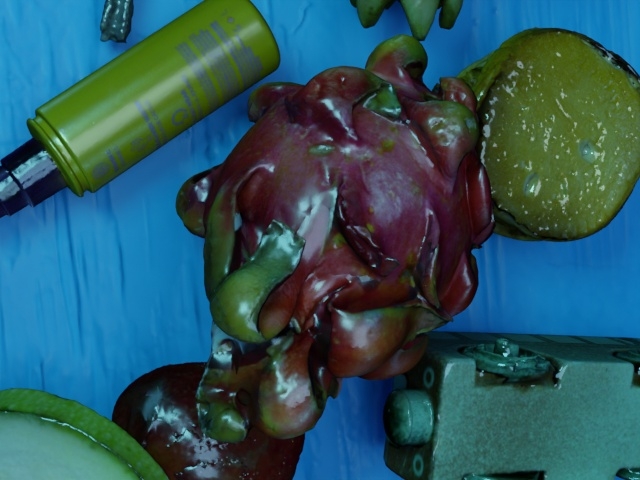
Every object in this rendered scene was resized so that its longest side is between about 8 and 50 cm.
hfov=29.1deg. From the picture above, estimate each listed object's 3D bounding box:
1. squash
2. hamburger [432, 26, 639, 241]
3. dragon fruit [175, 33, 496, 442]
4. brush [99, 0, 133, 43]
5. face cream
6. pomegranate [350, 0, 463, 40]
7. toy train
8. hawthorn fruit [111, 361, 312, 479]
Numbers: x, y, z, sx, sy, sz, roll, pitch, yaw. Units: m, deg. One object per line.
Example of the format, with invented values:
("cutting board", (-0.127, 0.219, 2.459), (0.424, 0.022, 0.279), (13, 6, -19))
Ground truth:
("squash", (-0.202, 0.216, 0.910), (0.219, 0.041, 0.219), (5, 110, 14))
("hamburger", (0.191, -0.092, 1.052), (0.191, 0.118, 0.182), (-39, 107, -10))
("dragon fruit", (0.018, -0.002, 0.919), (0.243, 0.227, 0.307), (-5, 52, -9))
("brush", (-0.133, -0.312, 0.953), (0.051, 0.070, 0.323), (11, 90, -16))
("face cream", (-0.159, -0.093, 0.949), (0.273, 0.078, 0.078), (-36, 103, -14))
("pomegranate", (0.072, -0.350, 0.962), (0.309, 0.216, 0.359), (-5, 124, -19))
("toy train", (0.191, 0.142, 1.045), (0.326, 0.159, 0.129), (3, 94, -23))
("hawthorn fruit", (-0.081, 0.160, 0.961), (0.172, 0.148, 0.148), (-13, 97, -34))
